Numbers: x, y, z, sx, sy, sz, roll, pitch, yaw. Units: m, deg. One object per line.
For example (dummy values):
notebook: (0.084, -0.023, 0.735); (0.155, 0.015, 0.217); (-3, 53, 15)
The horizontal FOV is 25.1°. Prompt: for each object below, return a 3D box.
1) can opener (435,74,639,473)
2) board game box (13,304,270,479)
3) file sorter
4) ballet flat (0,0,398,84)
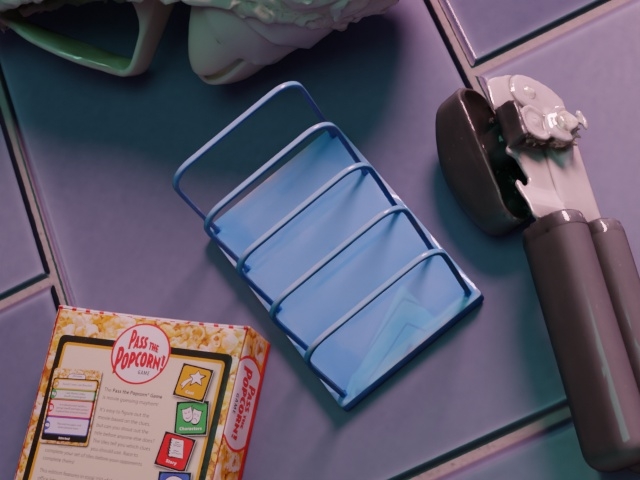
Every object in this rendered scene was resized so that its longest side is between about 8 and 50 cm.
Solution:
can opener: (0.153, 0.017, 0.907); (0.093, 0.074, 0.280); (-41, 54, 39)
board game box: (-0.126, 0.146, 0.953); (0.147, 0.045, 0.193); (6, 71, 21)
file sorter: (0.000, 0.000, 0.936); (0.118, 0.104, 0.170); (-40, 63, 1)
ballet flat: (-0.105, -0.182, 1.049); (0.409, 0.147, 0.147); (11, 73, 25)
